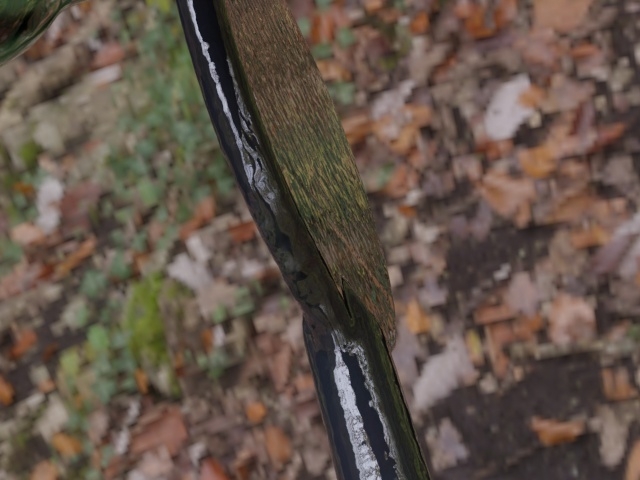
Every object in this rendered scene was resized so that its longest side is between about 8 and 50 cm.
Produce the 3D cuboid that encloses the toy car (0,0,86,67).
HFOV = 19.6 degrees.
[{"bbox_3d":[-0.043,-0.116,0.376,0.125,0.136,0.306,0,19,15],"label":"toy car"}]

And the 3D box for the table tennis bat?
[{"bbox_3d":[0.000,0.000,0.557,0.027,0.150,0.236,-21,60,10],"label":"table tennis bat"}]
